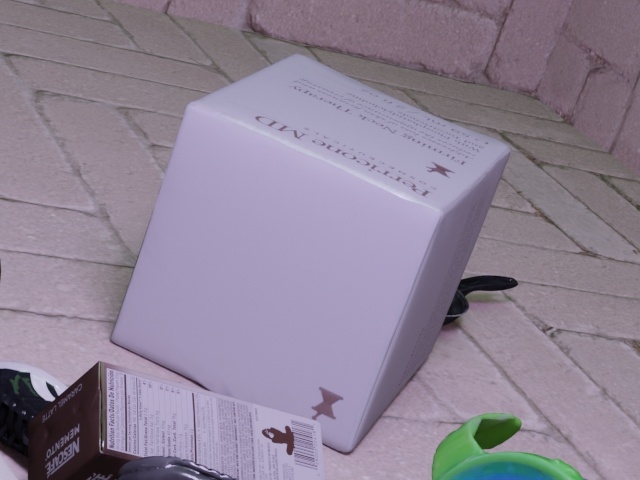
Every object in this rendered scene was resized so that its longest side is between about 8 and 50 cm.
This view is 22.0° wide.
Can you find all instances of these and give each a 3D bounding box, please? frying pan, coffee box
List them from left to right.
[{"bbox_3d":[-0.134,0.211,1.544,0.246,0.141,0.098,19,49,-31],"label":"coffee box"},{"bbox_3d":[0.149,0.063,2.445,0.197,0.053,0.326,28,19,21],"label":"frying pan"}]

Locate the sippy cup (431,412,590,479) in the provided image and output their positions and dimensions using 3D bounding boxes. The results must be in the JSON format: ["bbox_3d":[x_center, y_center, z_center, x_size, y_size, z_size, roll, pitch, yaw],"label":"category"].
[{"bbox_3d":[0.232,0.325,1.595,0.240,0.306,0.224,0,-8,37],"label":"sippy cup"}]

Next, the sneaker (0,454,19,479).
[{"bbox_3d":[-0.273,0.283,1.342,0.148,0.131,0.350,-10,29,-44],"label":"sneaker"}]

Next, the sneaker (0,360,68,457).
[{"bbox_3d":[-0.278,0.193,1.622,0.216,0.079,0.121,22,20,5],"label":"sneaker"}]

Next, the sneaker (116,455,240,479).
[{"bbox_3d":[-0.053,0.312,1.310,0.330,0.122,0.146,46,46,-13],"label":"sneaker"}]

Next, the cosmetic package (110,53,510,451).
[{"bbox_3d":[0.000,0.000,2.049,0.329,0.327,0.393,24,21,11],"label":"cosmetic package"}]
